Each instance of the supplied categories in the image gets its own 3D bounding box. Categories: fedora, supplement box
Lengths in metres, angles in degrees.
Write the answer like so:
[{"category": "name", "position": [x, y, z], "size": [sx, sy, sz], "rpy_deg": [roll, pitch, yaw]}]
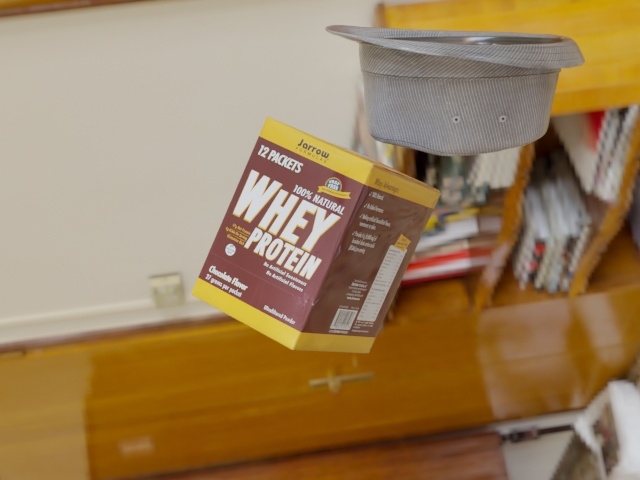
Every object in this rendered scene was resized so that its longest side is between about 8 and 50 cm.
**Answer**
[{"category": "fedora", "position": [0.140, -0.160, 1.324], "size": [0.244, 0.275, 0.124], "rpy_deg": [-131, 42, -72]}, {"category": "supplement box", "position": [0.000, 0.000, 1.273], "size": [0.191, 0.129, 0.194], "rpy_deg": [13, -78, -64]}]
